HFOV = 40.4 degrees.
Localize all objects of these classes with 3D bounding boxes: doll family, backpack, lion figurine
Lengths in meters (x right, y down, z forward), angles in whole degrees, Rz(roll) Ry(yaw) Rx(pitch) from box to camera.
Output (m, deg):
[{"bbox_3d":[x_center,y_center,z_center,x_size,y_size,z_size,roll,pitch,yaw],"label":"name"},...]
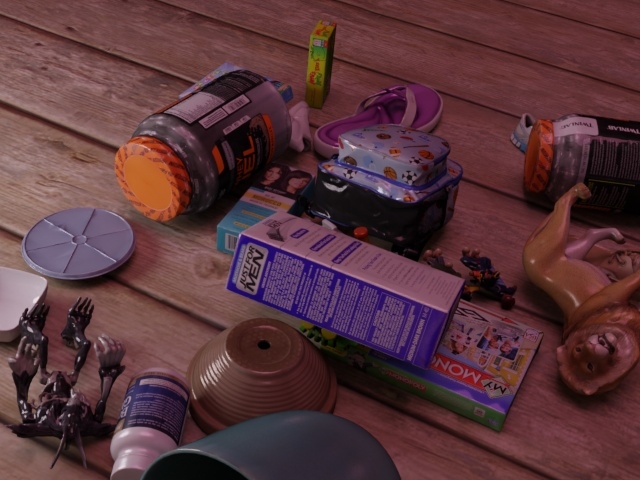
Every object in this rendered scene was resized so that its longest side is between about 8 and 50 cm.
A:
[{"bbox_3d":[0.274,0.071,1.563,0.192,0.076,0.111,-6,35,-19],"label":"doll family"},{"bbox_3d":[0.140,-0.109,1.663,0.276,0.213,0.263,28,24,24],"label":"backpack"},{"bbox_3d":[0.449,0.079,1.502,0.240,0.142,0.392,-37,37,8],"label":"lion figurine"}]

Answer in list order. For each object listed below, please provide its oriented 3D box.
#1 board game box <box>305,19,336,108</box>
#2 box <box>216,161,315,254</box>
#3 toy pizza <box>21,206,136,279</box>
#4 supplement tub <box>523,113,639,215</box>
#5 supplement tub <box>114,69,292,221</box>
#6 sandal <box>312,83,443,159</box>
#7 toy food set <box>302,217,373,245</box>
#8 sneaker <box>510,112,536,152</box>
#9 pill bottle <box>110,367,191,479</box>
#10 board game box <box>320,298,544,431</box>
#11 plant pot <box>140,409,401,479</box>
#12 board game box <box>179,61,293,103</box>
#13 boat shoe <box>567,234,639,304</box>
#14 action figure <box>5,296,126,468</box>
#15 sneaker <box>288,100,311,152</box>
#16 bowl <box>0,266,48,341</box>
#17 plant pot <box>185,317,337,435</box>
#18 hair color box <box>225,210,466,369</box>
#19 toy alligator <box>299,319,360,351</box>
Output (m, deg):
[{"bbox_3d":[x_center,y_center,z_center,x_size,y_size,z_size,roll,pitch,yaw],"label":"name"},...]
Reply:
[{"bbox_3d":[0.000,-0.412,2.039,0.043,0.181,0.092,12,39,7],"label":"board game box"},{"bbox_3d":[-0.101,-0.057,1.678,0.100,0.060,0.244,18,40,14],"label":"box"},{"bbox_3d":[-0.434,0.010,1.570,0.201,0.032,0.201,3,39,-2],"label":"toy pizza"},{"bbox_3d":[0.593,-0.157,1.797,0.315,0.194,0.194,8,38,1],"label":"supplement tub"},{"bbox_3d":[-0.226,-0.185,1.704,0.207,0.207,0.338,26,43,23],"label":"supplement tub"},{"bbox_3d":[0.151,-0.290,1.971,0.169,0.102,0.416,29,43,25],"label":"sandal"},{"bbox_3d":[0.000,0.000,1.553,0.111,0.105,0.232,-25,35,-21],"label":"toy food set"},{"bbox_3d":[0.500,-0.221,1.953,0.071,0.083,0.191,-15,44,-27],"label":"sneaker"},{"bbox_3d":[-0.241,0.270,1.221,0.094,0.094,0.169,6,39,-1],"label":"pill bottle"},{"bbox_3d":[0.188,0.170,1.449,0.317,0.046,0.213,22,40,18],"label":"board game box"},{"bbox_3d":[-0.036,0.336,1.032,0.293,0.293,0.235,31,31,27],"label":"plant pot"},{"bbox_3d":[-0.192,-0.326,1.973,0.211,0.039,0.160,25,54,34],"label":"board game box"},{"bbox_3d":[0.568,0.059,1.598,0.302,0.098,0.109,34,46,30],"label":"boat shoe"},{"bbox_3d":[-0.376,0.193,1.266,0.164,0.141,0.276,1,36,-25],"label":"action figure"},{"bbox_3d":[-0.051,-0.242,1.918,0.094,0.080,0.212,46,23,-8],"label":"sneaker"},{"bbox_3d":[-0.528,0.108,1.417,0.141,0.053,0.142,12,40,7],"label":"bowl"},{"bbox_3d":[-0.087,0.196,1.326,0.237,0.110,0.237,5,39,-4],"label":"plant pot"},{"bbox_3d":[0.043,0.070,1.374,0.338,0.110,0.185,22,18,12],"label":"hair color box"},{"bbox_3d":[0.028,0.151,1.379,0.189,0.051,0.056,24,18,21],"label":"toy alligator"}]
